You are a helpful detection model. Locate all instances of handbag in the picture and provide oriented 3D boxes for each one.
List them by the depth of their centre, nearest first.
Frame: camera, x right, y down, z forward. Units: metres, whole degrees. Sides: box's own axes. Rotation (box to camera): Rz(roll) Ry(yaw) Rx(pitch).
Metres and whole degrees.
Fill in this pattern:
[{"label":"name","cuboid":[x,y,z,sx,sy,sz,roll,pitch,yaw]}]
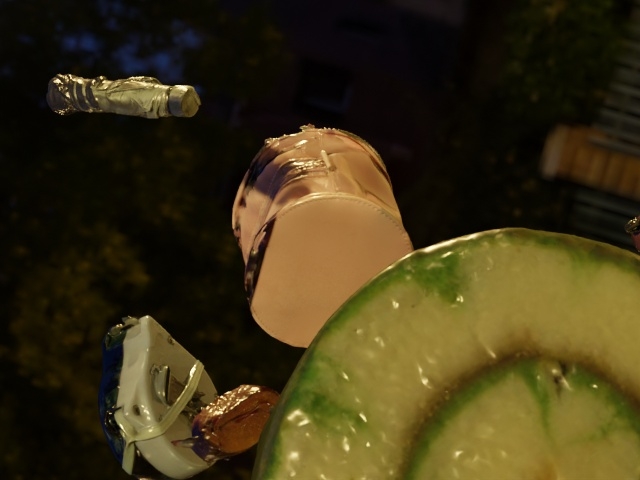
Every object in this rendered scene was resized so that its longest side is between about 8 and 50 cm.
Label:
[{"label":"handbag","cuboid":[0.000,-0.001,1.817,0.116,0.179,0.205,-98,21,-55]}]

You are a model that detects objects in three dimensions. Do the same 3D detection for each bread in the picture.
[{"label":"bread","cuboid":[0.133,0.179,1.166,0.129,0.382,0.366,115,139,-75]}]

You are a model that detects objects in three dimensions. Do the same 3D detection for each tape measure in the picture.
[{"label":"tape measure","cuboid":[-0.198,0.213,2.218,0.181,0.107,0.182,39,-145,-39]}]

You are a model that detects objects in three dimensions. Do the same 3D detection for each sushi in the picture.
[{"label":"sushi","cuboid":[-0.088,0.180,1.752,0.120,0.052,0.055,-38,14,-32]}]

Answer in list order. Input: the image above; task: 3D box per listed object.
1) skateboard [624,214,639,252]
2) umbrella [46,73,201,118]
[{"label":"skateboard","cuboid":[0.396,-0.034,1.861,0.151,0.067,0.080,-37,1,12]},{"label":"umbrella","cuboid":[-0.207,-0.153,1.849,0.050,0.188,0.046,-53,-45,-38]}]
